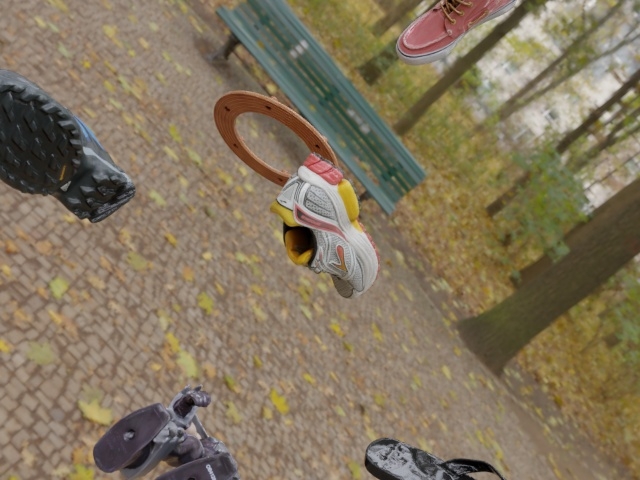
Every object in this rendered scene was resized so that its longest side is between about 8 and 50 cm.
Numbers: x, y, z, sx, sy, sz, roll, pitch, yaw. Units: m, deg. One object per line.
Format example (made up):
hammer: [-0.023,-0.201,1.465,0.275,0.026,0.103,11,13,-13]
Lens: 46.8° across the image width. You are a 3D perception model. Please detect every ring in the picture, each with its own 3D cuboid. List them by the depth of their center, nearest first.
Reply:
ring: [-0.102,-0.230,1.736,0.336,0.032,0.337,27,-25,13]

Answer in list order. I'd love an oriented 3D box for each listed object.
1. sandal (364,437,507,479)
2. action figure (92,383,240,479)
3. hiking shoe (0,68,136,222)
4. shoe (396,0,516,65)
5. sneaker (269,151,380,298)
sandal: [0.121,0.205,0.613,0.179,0.040,0.067,23,22,19]
action figure: [-0.122,0.237,0.768,0.185,0.099,0.285,48,-9,17]
hiking shoe: [-0.350,-0.123,0.920,0.132,0.113,0.304,47,-8,22]
shoe: [0.168,-0.291,0.912,0.063,0.178,0.081,57,-3,23]
sneaker: [0.000,0.000,0.852,0.088,0.092,0.225,36,-18,38]
